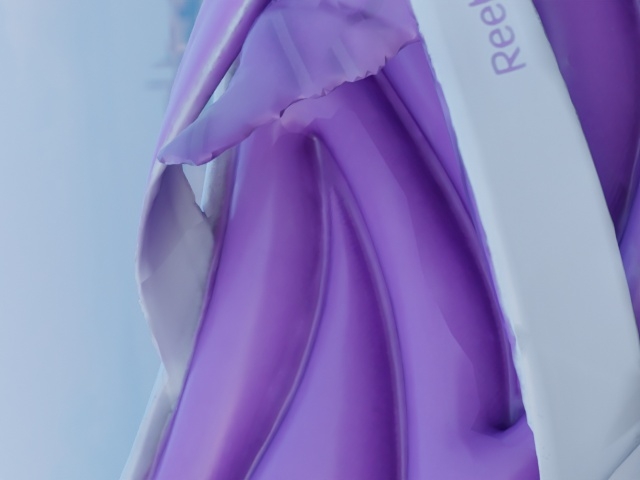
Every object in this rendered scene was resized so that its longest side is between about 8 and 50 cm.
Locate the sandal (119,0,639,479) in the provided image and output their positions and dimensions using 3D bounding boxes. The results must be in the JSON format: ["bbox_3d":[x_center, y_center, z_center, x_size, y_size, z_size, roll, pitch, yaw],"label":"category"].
[{"bbox_3d":[0.013,0.002,0.414,0.102,0.169,0.416,15,-93,-57],"label":"sandal"}]
